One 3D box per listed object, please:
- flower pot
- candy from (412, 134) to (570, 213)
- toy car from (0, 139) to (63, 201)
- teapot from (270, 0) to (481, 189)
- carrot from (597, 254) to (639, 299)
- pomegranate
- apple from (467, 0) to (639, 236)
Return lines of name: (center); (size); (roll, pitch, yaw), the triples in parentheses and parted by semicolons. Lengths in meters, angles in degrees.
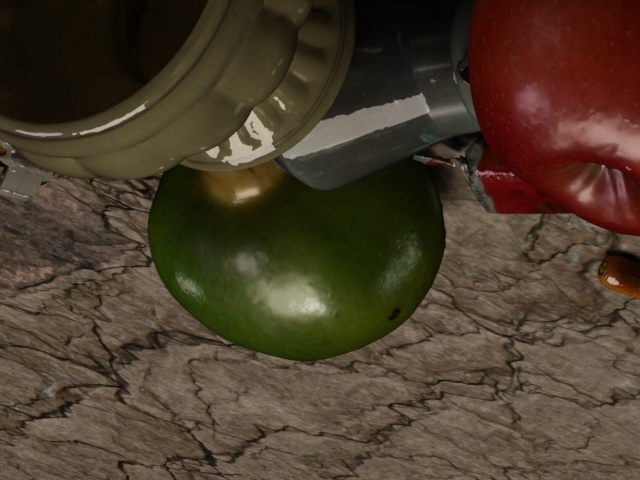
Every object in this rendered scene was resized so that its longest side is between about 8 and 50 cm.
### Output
flower pot: (-0.122, -0.178, 1.340); (0.307, 0.307, 0.244); (5, 170, 29)
candy: (0.219, -0.061, 1.661); (0.292, 0.059, 0.086); (3, 154, 30)
toy car: (-0.400, -0.125, 1.838); (0.301, 0.118, 0.193); (12, 162, -19)
teapot: (0.074, -0.136, 1.475); (0.225, 0.171, 0.203); (-6, -178, 32)
carrot: (0.376, 0.057, 1.876); (0.190, 0.037, 0.037); (19, 159, -15)
pomegranate: (-0.048, -0.010, 1.773); (0.309, 0.216, 0.358); (9, 157, 29)
apple: (0.230, -0.126, 1.281); (0.260, 0.216, 0.260); (17, 162, 6)
